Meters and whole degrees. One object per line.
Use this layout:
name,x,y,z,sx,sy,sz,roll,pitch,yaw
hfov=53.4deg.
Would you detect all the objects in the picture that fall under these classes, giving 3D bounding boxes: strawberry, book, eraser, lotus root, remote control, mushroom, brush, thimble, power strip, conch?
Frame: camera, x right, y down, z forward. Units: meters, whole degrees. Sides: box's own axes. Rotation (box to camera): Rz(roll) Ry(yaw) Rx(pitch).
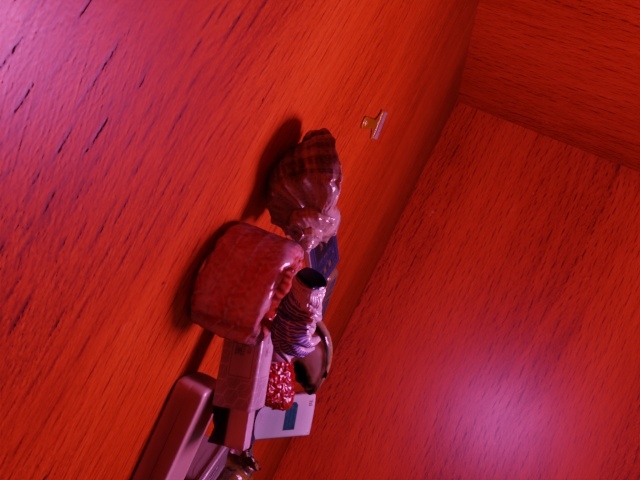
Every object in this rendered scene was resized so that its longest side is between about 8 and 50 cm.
strawberry,-0.146,0.402,1.851,0.184,0.201,0.187,-20,156,-48
book,0.000,0.000,1.866,0.191,0.025,0.269,-52,143,-48
eraser,-0.168,0.255,1.440,0.096,0.098,0.404,29,70,-75
lotus root,-0.271,0.693,1.838,0.278,0.154,0.154,-40,166,-1
remote control,-0.153,0.544,1.980,0.344,0.050,0.145,14,85,-45
mushroom,-0.058,0.354,2.056,0.212,0.217,0.292,-14,127,-80
brush,0.170,-0.381,2.080,0.103,0.013,0.272,-69,167,14
thimble,-0.151,0.090,1.293,0.239,0.162,0.239,-62,171,-18
power strip,-0.012,0.272,2.459,0.092,0.066,0.387,-42,155,-56
conch,-0.044,-0.115,1.374,0.210,0.159,0.291,101,-20,-65

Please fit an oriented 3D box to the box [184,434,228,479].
box,-0.326,0.610,1.711,0.172,0.093,0.124,-50,160,-53

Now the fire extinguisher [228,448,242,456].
fire extinguisher,-0.231,0.573,2.012,0.269,0.105,0.105,-53,163,-44

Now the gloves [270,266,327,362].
gloves,-0.047,0.157,1.261,0.097,0.119,0.229,-8,127,-24

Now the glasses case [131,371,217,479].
glasses case,-0.333,0.467,1.440,0.336,0.076,0.144,-65,167,-1

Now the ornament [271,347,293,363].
ornament,-0.126,0.236,1.652,0.177,0.177,0.177,-60,167,-24
